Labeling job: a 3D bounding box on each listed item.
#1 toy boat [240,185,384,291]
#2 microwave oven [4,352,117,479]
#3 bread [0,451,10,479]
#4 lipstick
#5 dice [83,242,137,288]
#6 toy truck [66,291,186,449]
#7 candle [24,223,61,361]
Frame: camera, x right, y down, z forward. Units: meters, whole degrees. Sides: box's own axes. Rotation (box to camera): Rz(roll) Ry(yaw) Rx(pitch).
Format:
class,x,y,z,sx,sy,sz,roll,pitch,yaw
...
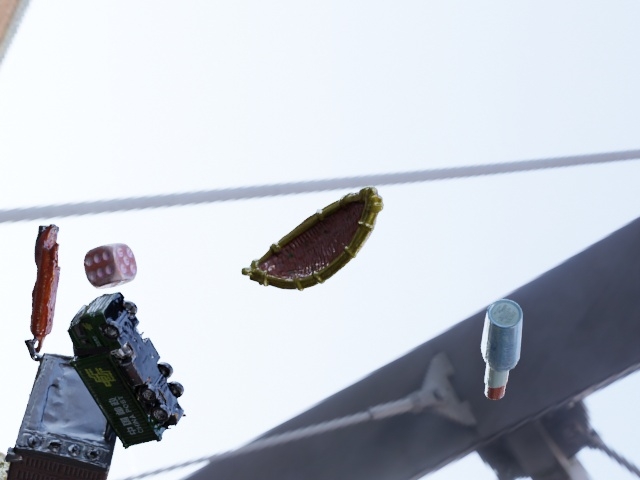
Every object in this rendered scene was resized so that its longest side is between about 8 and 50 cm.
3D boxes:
class,x,y,z,sx,sy,sz,roll,pitch,yaw
toy boat,0.003,0.002,1.863,0.318,0.099,0.141,-32,-125,31
microwave oven,-0.448,0.340,1.879,0.247,0.178,0.188,-88,-166,-50
bread,-0.666,0.576,2.295,0.245,0.121,0.174,36,-79,2
lipstick,0.310,0.201,1.844,0.068,0.061,0.274,54,-18,34
dice,-0.487,0.060,2.467,0.093,0.091,0.094,-19,-101,22
toy truck,-0.323,0.213,1.760,0.121,0.088,0.259,-16,-66,24
candle,-0.589,0.111,2.260,0.084,0.059,0.301,-151,-111,-67
